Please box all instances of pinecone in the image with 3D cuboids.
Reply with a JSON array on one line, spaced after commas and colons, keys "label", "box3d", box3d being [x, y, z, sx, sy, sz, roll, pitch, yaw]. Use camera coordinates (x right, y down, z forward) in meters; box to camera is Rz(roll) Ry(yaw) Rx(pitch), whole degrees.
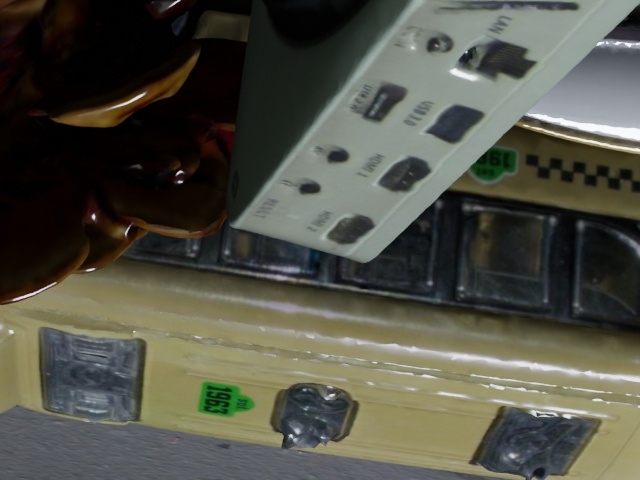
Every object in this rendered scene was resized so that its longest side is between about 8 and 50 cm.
[{"label": "pinecone", "box3d": [-0.134, -0.103, 0.644, 0.264, 0.264, 0.264, 5, 153, 2]}]

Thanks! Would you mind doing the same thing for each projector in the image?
[{"label": "projector", "box3d": [0.044, -0.157, 0.474, 0.079, 0.259, 0.257, 15, 151, -16]}]

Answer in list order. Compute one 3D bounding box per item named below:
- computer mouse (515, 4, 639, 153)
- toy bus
[{"label": "computer mouse", "box3d": [0.147, -0.085, 0.760, 0.245, 0.126, 0.056, 5, 128, 0]}, {"label": "toy bus", "box3d": [0.000, 0.000, 0.859, 0.365, 0.202, 0.177, 8, 153, -2]}]
